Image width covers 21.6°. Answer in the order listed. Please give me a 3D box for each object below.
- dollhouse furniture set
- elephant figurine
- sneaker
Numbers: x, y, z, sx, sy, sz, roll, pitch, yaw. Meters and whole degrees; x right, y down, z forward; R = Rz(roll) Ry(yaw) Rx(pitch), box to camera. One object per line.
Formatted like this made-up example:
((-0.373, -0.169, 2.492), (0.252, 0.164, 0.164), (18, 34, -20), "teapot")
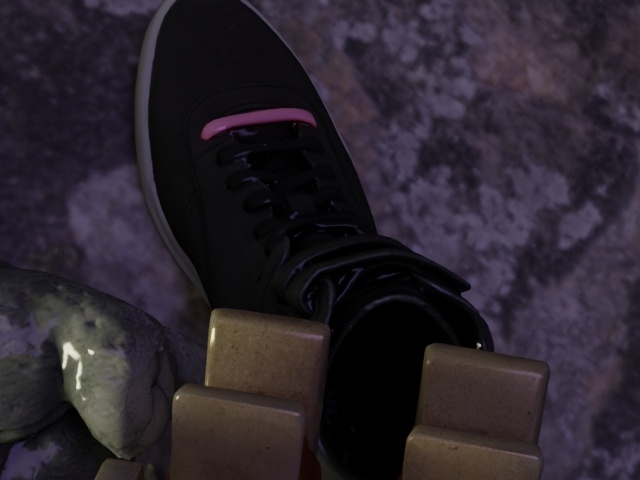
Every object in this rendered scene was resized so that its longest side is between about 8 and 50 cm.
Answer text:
((-0.059, 0.135, 0.471), (0.259, 0.135, 0.262), (9, 24, 7), "dollhouse furniture set")
((-0.142, 0.128, 0.621), (0.186, 0.169, 0.239), (18, 80, 18), "elephant figurine")
((0.000, 0.000, 0.714), (0.104, 0.147, 0.296), (-10, 73, -21), "sneaker")
